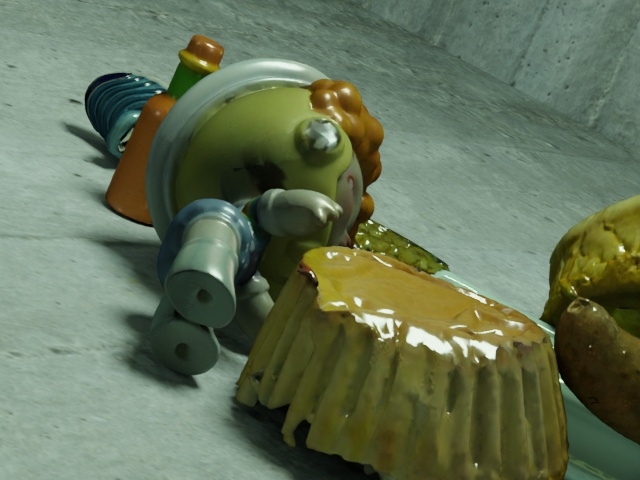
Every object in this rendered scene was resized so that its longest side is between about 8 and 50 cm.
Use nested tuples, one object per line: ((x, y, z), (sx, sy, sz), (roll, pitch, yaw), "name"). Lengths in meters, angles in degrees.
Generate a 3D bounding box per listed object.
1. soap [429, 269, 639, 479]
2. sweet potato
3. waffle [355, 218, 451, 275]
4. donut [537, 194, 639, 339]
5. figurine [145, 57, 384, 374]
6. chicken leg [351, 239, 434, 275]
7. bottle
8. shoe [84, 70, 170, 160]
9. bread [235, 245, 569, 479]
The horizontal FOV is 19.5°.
((0.187, 0.131, 1.665), (0.265, 0.087, 0.160), (27, 16, 14), "soap")
((0.320, 0.139, 1.526), (0.341, 0.092, 0.114), (19, 49, -38), "sweet potato")
((0.047, 0.010, 1.956), (0.223, 0.054, 0.204), (31, 16, 22), "waffle")
((0.365, 0.094, 1.750), (0.330, 0.330, 0.160), (24, 45, -1), "donut")
((-0.067, -0.036, 1.589), (0.205, 0.224, 0.382), (21, 14, 4), "figurine")
((0.000, 0.000, 1.826), (0.304, 0.093, 0.113), (28, 50, 12), "chicken leg")
((-0.145, -0.109, 1.805), (0.069, 0.187, 0.069), (25, 13, -6), "bottle")
((-0.182, -0.116, 1.961), (0.207, 0.091, 0.106), (38, 14, 33), "shoe")
((0.075, 0.109, 1.449), (0.274, 0.149, 0.274), (17, 19, -6), "bread")
